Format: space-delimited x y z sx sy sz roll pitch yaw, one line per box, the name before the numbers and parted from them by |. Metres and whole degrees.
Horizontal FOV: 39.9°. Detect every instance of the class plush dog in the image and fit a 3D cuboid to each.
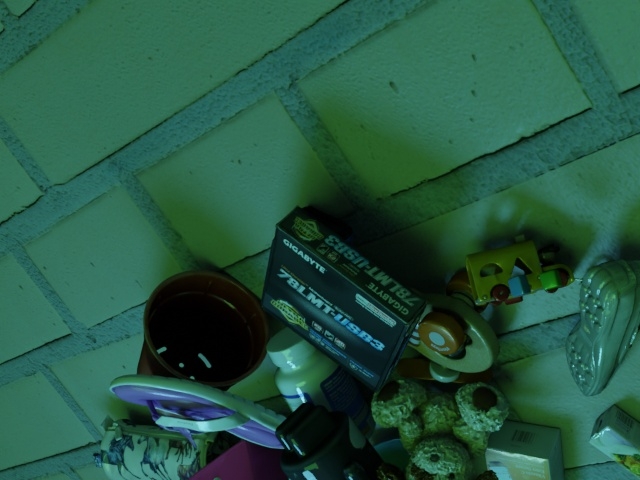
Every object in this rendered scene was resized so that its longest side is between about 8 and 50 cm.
plush dog | 0.230 0.404 1.693 0.262 0.225 0.211 1 150 18

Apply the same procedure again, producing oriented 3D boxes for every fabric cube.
fabric cube | -0.124 0.627 1.985 0.259 0.258 0.254 19 133 -40

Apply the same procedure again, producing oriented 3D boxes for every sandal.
sandal | -0.226 0.367 1.780 0.416 0.102 0.169 21 148 -19

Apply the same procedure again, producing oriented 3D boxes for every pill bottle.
pill bottle | -0.004 0.312 1.864 0.152 0.152 0.272 -14 111 37

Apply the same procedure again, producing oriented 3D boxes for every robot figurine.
robot figurine | 0.030 0.454 1.735 0.173 0.209 0.278 -31 104 16

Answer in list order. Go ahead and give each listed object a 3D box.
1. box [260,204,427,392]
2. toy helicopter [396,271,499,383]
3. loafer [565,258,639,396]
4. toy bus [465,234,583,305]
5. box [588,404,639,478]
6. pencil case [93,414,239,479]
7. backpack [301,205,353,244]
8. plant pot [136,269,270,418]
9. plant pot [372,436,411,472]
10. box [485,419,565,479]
box | 0.032 0.116 1.621 0.295 0.073 0.293 36 150 13
toy helicopter | 0.187 0.186 1.706 0.355 0.140 0.235 2 131 43
loafer | 0.490 0.154 1.485 0.111 0.112 0.319 -15 140 -10
toy bus | 0.344 0.046 1.500 0.191 0.202 0.104 -23 76 47
box | 0.644 0.429 1.608 0.324 0.067 0.063 35 133 5
pencil case | -0.386 0.540 2.245 0.410 0.160 0.183 -6 130 34
backpack | 0.000 0.000 1.685 0.120 0.098 0.101 22 126 21
plant pot | -0.281 0.248 1.932 0.272 0.272 0.265 38 140 3
plant pot | 0.195 0.607 1.864 0.293 0.293 0.235 -9 131 35
box | 0.409 0.457 1.752 0.130 0.091 0.170 3 121 29
